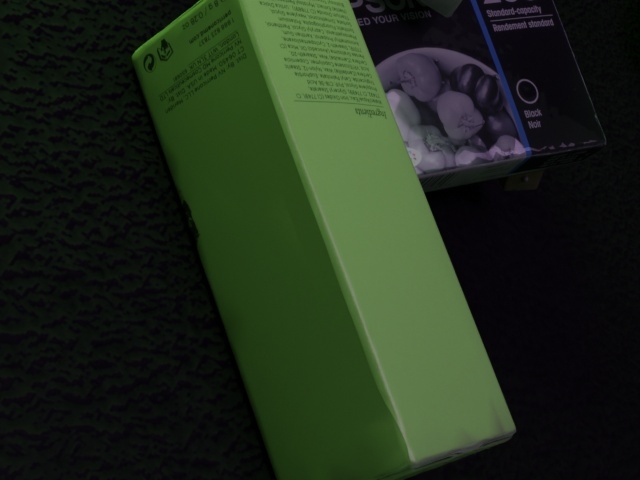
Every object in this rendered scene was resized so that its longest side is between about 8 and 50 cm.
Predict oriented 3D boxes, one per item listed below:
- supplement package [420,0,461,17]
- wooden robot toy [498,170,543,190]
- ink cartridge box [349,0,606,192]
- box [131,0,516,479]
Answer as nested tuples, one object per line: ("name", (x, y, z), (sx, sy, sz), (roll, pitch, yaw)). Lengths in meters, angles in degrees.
("supplement package", (0.028, -0.311, 0.830), (0.261, 0.145, 0.204), (29, 41, -8))
("wooden robot toy", (0.110, -0.111, 0.959), (0.079, 0.076, 0.173), (-4, 66, -15))
("ink cartridge box", (0.079, -0.139, 0.872), (0.206, 0.045, 0.208), (-12, 75, -30))
("box", (0.000, 0.000, 0.695), (0.113, 0.094, 0.275), (-2, 69, -52))
